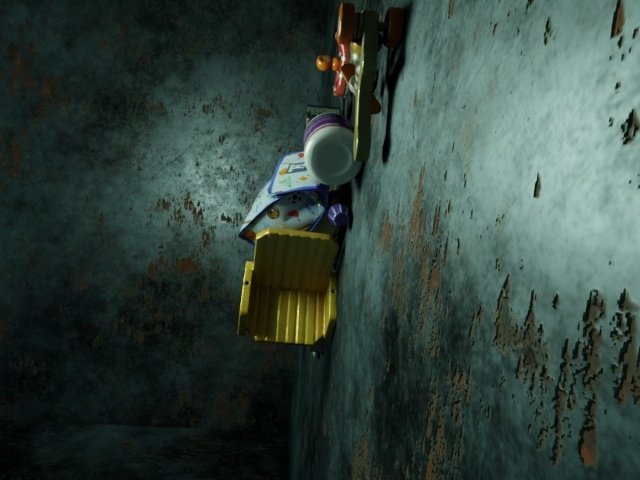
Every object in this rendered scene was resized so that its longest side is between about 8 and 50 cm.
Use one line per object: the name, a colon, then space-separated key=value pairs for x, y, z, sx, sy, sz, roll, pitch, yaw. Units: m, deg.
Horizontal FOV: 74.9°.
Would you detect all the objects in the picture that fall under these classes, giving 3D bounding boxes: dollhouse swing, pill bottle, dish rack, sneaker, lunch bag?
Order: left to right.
dollhouse swing: x=-0.101 y=0.173 z=1.491 sx=0.305 sy=0.347 sz=0.315 roll=111 pitch=163 yaw=-57
lunch bag: x=-0.103 y=-0.161 z=1.586 sx=0.385 sy=0.239 sz=0.327 roll=-38 pitch=24 yaw=33
sneaker: x=-0.025 y=-0.022 z=1.707 sx=0.127 sy=0.182 sz=0.315 roll=155 pitch=120 yaw=-82
dish rack: x=-0.004 y=0.333 z=1.759 sx=0.271 sy=0.074 sz=0.208 roll=104 pitch=168 yaw=-50
pill bottle: x=0.035 y=-0.313 z=1.373 sx=0.323 sy=0.182 sz=0.181 roll=-95 pitch=12 yaw=-62

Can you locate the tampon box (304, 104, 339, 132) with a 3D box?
tampon box: x=0.009 y=-0.549 z=1.950 sx=0.120 sy=0.161 sz=0.101 roll=101 pitch=172 yaw=-54

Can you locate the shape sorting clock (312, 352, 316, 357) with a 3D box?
shape sorting clock: x=-0.022 y=0.449 z=1.972 sx=0.206 sy=0.040 sz=0.206 roll=-175 pitch=90 yaw=-84

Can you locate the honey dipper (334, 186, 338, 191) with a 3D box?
honey dipper: x=0.062 y=-0.250 z=1.822 sx=0.160 sy=0.031 sz=0.030 roll=-97 pitch=13 yaw=-55

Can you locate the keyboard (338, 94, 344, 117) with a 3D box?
keyboard: x=0.088 y=-0.499 z=1.681 sx=0.180 sy=0.023 sz=0.108 roll=86 pitch=179 yaw=-61

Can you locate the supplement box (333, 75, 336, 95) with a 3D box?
supplement box: x=0.089 y=-0.669 z=1.797 sx=0.043 sy=0.055 sz=0.083 roll=-94 pitch=10 yaw=-50

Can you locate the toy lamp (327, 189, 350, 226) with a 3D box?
toy lamp: x=0.058 y=-0.113 z=1.482 sx=0.274 sy=0.080 sz=0.080 roll=-101 pitch=17 yaw=-72

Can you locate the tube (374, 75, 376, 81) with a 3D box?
tube: x=0.129 y=-0.450 z=1.264 sx=0.207 sy=0.052 sz=0.080 roll=94 pitch=-168 yaw=-84

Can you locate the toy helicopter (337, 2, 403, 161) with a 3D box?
toy helicopter: x=0.101 y=-0.367 z=1.019 sx=0.235 sy=0.140 sz=0.354 roll=176 pitch=96 yaw=-86

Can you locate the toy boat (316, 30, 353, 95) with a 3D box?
toy boat: x=0.060 y=-0.680 z=1.604 sx=0.151 sy=0.151 sz=0.231 roll=-95 pitch=12 yaw=-60
